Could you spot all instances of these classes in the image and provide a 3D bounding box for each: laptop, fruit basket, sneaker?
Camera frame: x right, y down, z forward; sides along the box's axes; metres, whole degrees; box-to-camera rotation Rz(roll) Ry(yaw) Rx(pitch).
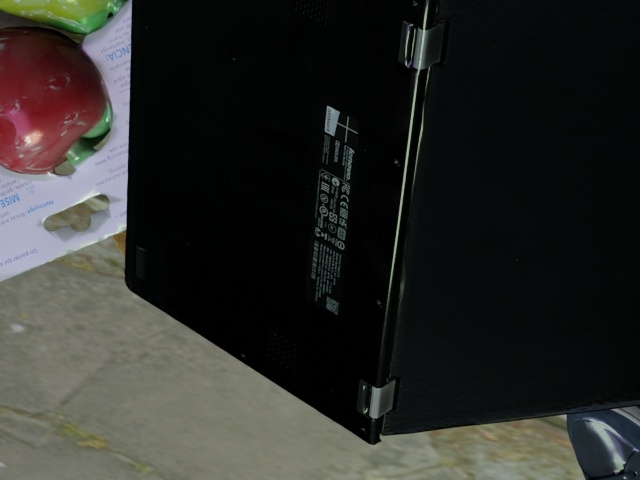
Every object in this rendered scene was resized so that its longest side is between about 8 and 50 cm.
[{"bbox_3d":[0.083,-0.071,1.395,0.408,0.236,0.382,29,132,29],"label":"laptop"},{"bbox_3d":[-0.251,-0.159,1.528,0.327,0.165,0.353,-22,99,21],"label":"fruit basket"},{"bbox_3d":[0.243,0.245,1.523,0.086,0.163,0.226,-24,104,45],"label":"sneaker"}]

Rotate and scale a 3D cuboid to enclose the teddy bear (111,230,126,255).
[{"bbox_3d":[0.000,0.000,1.575,0.338,0.113,0.245,12,135,20],"label":"teddy bear"}]
